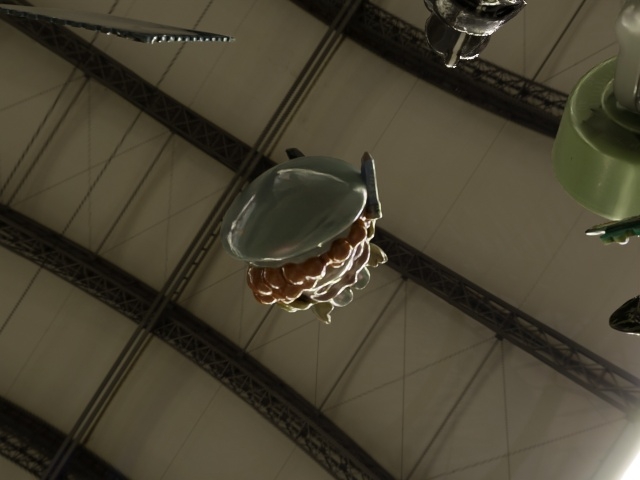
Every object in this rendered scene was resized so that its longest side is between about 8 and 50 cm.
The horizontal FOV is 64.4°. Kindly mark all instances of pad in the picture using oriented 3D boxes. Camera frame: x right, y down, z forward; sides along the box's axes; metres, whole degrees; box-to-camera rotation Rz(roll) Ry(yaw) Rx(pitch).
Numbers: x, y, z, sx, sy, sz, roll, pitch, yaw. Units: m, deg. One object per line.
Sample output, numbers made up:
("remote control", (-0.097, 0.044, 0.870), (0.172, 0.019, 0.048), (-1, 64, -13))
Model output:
("pad", (-0.294, -0.311, 0.729), (0.269, 0.269, 0.012), (13, -66, 8))

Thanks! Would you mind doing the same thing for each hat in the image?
("hat", (0.394, 0.075, 0.583), (0.121, 0.121, 0.050), (-10, -73, 2))

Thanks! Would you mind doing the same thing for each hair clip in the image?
("hair clip", (0.403, -0.025, 0.604), (0.049, 0.173, 0.049), (13, -115, -30))

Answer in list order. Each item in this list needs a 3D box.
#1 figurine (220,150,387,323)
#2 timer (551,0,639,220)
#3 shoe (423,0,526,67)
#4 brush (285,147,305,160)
("figurine", (-0.023, 0.022, 0.792), (0.225, 0.381, 0.205), (-37, -115, -15))
("timer", (0.481, -0.221, 0.696), (0.291, 0.315, 0.290), (-11, -130, 14))
("shoe", (0.097, -0.150, 0.294), (0.071, 0.169, 0.099), (19, -54, -14))
("brush", (0.010, -0.079, 0.829), (0.063, 0.016, 0.193), (-42, -69, -3))
